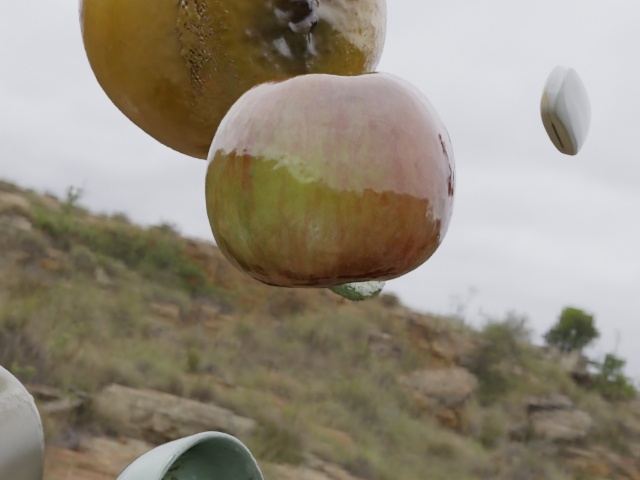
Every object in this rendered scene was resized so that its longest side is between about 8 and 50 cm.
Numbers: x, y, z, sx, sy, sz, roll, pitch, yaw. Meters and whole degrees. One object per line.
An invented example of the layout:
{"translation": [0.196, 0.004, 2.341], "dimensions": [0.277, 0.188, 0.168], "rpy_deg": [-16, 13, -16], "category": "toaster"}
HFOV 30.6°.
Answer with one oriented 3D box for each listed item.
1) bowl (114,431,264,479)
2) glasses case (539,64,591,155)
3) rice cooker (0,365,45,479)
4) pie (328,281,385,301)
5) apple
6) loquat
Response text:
{"translation": [-0.196, 0.382, 1.464], "dimensions": [0.146, 0.289, 0.289], "rpy_deg": [-3, -18, 31], "category": "bowl"}
{"translation": [0.284, -0.148, 1.351], "dimensions": [0.041, 0.063, 0.164], "rpy_deg": [18, -9, 25], "category": "glasses case"}
{"translation": [-0.285, 0.179, 0.880], "dimensions": [0.145, 0.206, 0.127], "rpy_deg": [25, 33, 18], "category": "rice cooker"}
{"translation": [0.000, 0.000, 1.350], "dimensions": [0.187, 0.041, 0.187], "rpy_deg": [29, 26, -16], "category": "pie"}
{"translation": [0.006, -0.031, 0.572], "dimensions": [0.126, 0.102, 0.126], "rpy_deg": [-2, 10, 0], "category": "apple"}
{"translation": [-0.074, -0.198, 0.980], "dimensions": [0.263, 0.263, 0.263], "rpy_deg": [14, -10, 3], "category": "loquat"}
